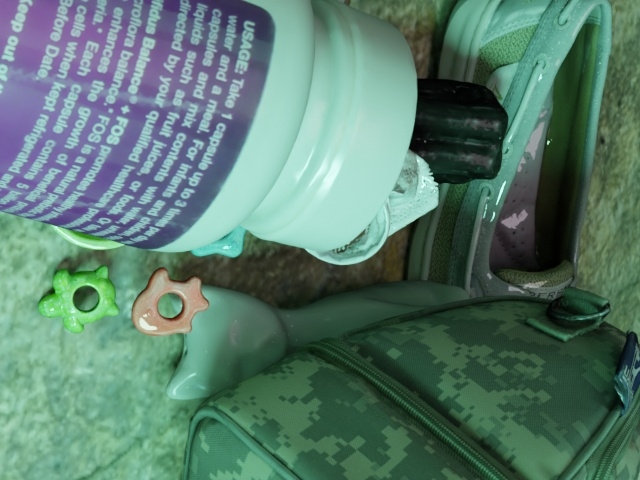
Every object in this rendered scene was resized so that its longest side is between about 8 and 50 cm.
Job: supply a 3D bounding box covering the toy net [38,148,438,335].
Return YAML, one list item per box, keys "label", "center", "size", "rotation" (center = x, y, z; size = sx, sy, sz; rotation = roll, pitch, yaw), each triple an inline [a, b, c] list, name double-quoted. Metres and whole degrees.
- label: "toy net"
  center: [-0.041, -0.007, 0.909]
  size: [0.232, 0.045, 0.122]
  rotation: [-2, 97, -12]

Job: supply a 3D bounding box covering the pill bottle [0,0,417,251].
- label: "pill bottle"
  center: [-0.110, -0.088, 0.766]
  size: [0.301, 0.169, 0.169]
  rotation: [16, 86, -29]

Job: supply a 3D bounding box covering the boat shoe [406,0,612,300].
- label: "boat shoe"
  center: [0.137, -0.015, 1.103]
  size: [0.118, 0.103, 0.320]
  rotation: [-3, 102, -41]

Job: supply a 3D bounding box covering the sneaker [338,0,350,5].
- label: "sneaker"
  center: [-0.038, -0.237, 0.897]
  size: [0.153, 0.099, 0.282]
  rotation: [31, 69, -47]

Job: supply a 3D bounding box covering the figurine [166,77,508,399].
- label: "figurine"
  center: [0.000, 0.000, 1.001]
  size: [0.209, 0.092, 0.215]
  rotation: [2, 96, -35]

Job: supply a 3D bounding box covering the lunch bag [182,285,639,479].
- label: "lunch bag"
  center: [0.067, 0.193, 0.959]
  size: [0.256, 0.212, 0.305]
  rotation: [-25, 133, -38]
